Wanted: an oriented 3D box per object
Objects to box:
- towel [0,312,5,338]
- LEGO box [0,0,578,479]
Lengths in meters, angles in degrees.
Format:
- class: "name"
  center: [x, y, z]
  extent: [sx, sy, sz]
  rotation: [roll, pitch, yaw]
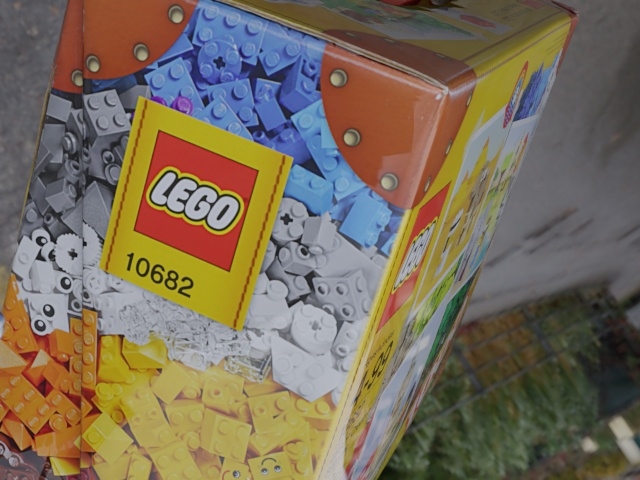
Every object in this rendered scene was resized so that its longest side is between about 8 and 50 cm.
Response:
- class: "towel"
  center: [-0.268, -0.003, 0.218]
  extent: [0.336, 0.243, 0.040]
  rotation: [11, 93, -57]
- class: "LEGO box"
  center: [0.000, 0.000, 0.754]
  extent: [0.500, 0.193, 0.372]
  rotation: [-39, 149, -65]
